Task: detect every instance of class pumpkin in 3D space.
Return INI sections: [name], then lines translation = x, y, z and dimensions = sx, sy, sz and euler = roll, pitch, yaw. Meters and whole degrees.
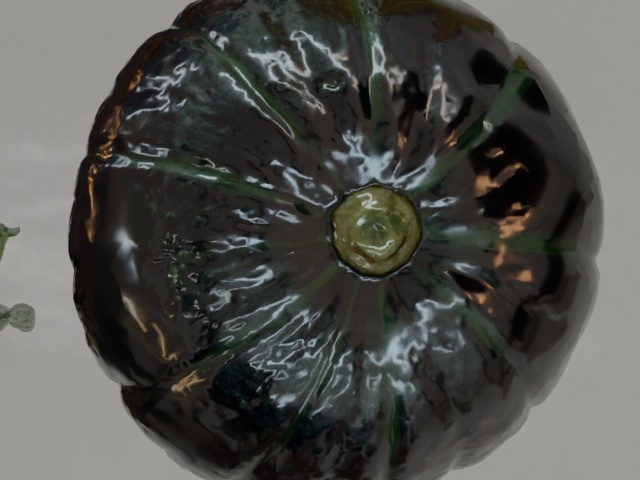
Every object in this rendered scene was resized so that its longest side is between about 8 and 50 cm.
[pumpkin]
translation = 0.000, 0.000, 0.879
dimensions = 0.248, 0.248, 0.248
euler = -11, 64, 22

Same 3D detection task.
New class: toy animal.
[toy animal]
translation = -0.187, 0.023, 1.029
dimensions = 0.041, 0.217, 0.075
euler = 15, 93, 7
